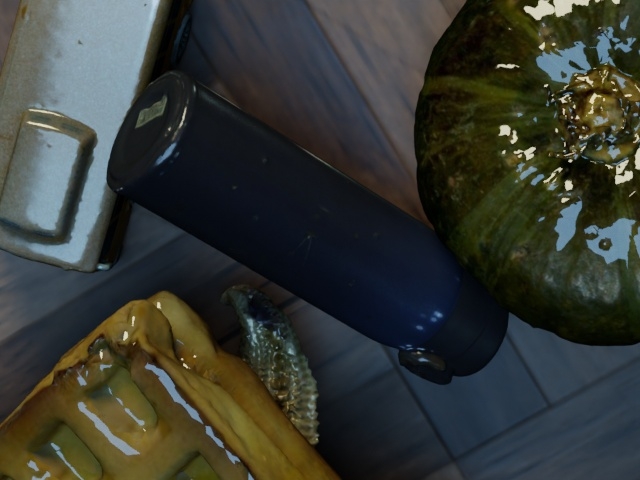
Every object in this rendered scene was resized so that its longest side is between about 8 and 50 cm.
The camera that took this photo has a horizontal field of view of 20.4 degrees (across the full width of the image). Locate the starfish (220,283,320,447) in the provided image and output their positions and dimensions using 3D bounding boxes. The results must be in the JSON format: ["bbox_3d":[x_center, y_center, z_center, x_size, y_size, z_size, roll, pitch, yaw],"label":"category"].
[{"bbox_3d":[-0.031,0.143,1.026,0.216,0.071,0.238,-9,98,20],"label":"starfish"}]

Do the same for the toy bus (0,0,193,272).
[{"bbox_3d":[-0.135,-0.071,0.991,0.091,0.103,0.182,18,102,1],"label":"toy bus"}]

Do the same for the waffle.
[{"bbox_3d":[-0.058,0.210,0.965,0.224,0.098,0.327,-42,90,22],"label":"waffle"}]

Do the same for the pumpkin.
[{"bbox_3d":[0.157,-0.055,0.949,0.224,0.157,0.223,0,89,15],"label":"pumpkin"}]

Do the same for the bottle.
[{"bbox_3d":[0.000,0.000,0.969,0.244,0.072,0.082,30,67,-28],"label":"bottle"}]
